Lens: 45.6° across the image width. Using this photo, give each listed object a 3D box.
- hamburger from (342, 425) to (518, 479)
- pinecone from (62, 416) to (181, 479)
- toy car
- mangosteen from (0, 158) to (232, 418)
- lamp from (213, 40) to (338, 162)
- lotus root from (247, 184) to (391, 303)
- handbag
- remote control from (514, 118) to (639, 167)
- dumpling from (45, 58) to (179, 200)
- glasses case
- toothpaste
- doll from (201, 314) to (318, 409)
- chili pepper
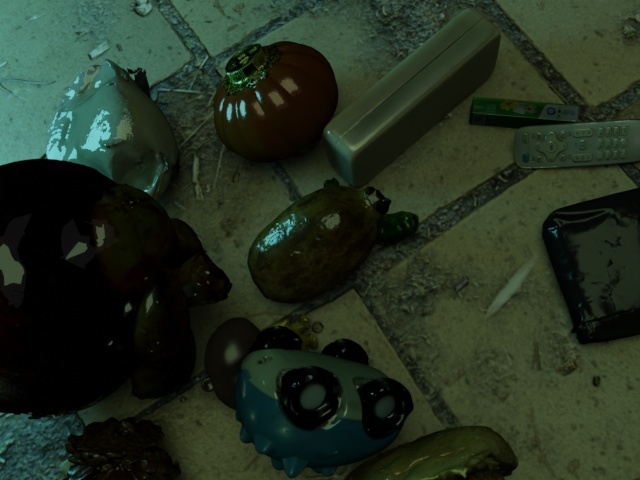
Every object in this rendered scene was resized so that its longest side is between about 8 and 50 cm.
[{"bbox_3d":[0.138,0.335,1.006,0.259,0.283,0.145,-17,80,-10],"label":"hamburger"},{"bbox_3d":[-0.286,0.347,1.110,0.150,0.179,0.195,-33,96,8],"label":"pinecone"},{"bbox_3d":[-0.006,0.245,1.092,0.255,0.188,0.190,12,101,-29],"label":"toy car"},{"bbox_3d":[-0.368,0.071,1.130,0.421,0.381,0.381,5,68,-25],"label":"mangosteen"},{"bbox_3d":[-0.075,-0.231,1.273,0.223,0.196,0.223,-23,38,20],"label":"lamp"},{"bbox_3d":[0.000,0.000,1.204,0.260,0.128,0.145,-35,89,17],"label":"lotus root"},{"bbox_3d":[0.488,0.029,1.181,0.246,0.080,0.223,-14,71,2],"label":"handbag"},{"bbox_3d":[0.440,-0.165,1.270,0.229,0.044,0.073,-3,111,10],"label":"remote control"},{"bbox_3d":[-0.351,-0.167,1.320,0.204,0.163,0.293,-39,69,29],"label":"dumpling"},{"bbox_3d":[0.154,-0.237,1.276,0.336,0.144,0.076,-40,71,-9],"label":"glasses case"},{"bbox_3d":[0.345,-0.215,1.300,0.178,0.043,0.037,6,69,8],"label":"toothpaste"},{"bbox_3d":[-0.094,0.192,1.192,0.188,0.096,0.145,-1,89,-22],"label":"doll"},{"bbox_3d":[0.075,-0.040,1.264,0.182,0.050,0.073,25,106,20],"label":"chili pepper"}]
